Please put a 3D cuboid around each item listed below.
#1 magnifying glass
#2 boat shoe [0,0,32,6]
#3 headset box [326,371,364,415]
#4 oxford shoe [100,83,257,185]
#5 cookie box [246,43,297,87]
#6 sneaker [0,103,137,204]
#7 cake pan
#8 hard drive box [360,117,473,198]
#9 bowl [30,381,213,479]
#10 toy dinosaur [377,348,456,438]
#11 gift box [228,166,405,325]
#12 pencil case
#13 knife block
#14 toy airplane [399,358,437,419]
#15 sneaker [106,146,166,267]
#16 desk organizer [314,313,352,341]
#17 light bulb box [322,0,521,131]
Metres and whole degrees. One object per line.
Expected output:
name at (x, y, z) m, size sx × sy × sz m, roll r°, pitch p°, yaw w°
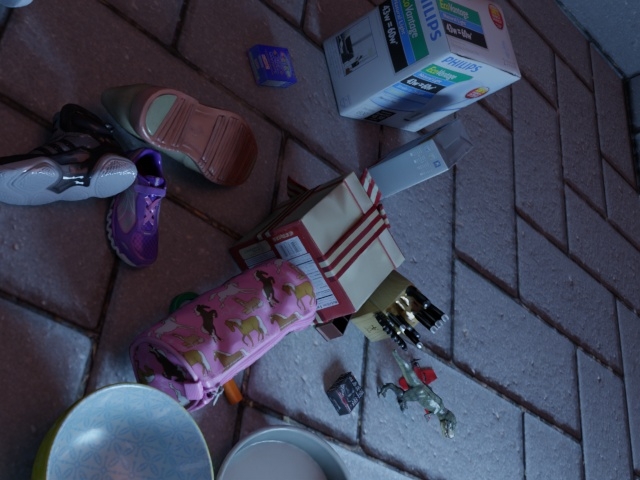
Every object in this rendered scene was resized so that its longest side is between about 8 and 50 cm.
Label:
magnifying glass at (-0.211, 0.203, 1.567) m, size 0.092 × 0.026 × 0.231 m, roll -33°, pitch 95°, yaw -51°
boat shoe at (-0.581, -0.578, 1.461) m, size 0.367 × 0.136 × 0.156 m, roll 54°, pitch 36°, yaw 0°
headset box at (0.052, 0.333, 1.796) m, size 0.062 × 0.032 × 0.083 m, roll 58°, pitch 40°, yaw -9°
oxford shoe at (-0.260, -0.217, 1.630) m, size 0.140 × 0.147 × 0.397 m, roll -65°, pitch 150°, yaw -4°
cookie box at (-0.114, -0.413, 1.972) m, size 0.107 × 0.040 × 0.091 m, roll -7°, pitch 77°, yaw -51°
sneaker at (-0.455, -0.148, 1.409) m, size 0.269 × 0.101 × 0.153 m, roll -6°, pitch 60°, yaw -38°
cake pan at (-0.068, 0.485, 1.509) m, size 0.293 × 0.054 × 0.293 m, roll 14°, pitch 60°, yaw -26°
hard drive box at (0.248, -0.206, 2.134) m, size 0.089 × 0.232 × 0.181 m, roll 60°, pitch 38°, yaw -7°
bowl at (-0.319, 0.370, 1.249) m, size 0.289 × 0.156 × 0.289 m, roll 25°, pitch 53°, yaw -39°
toy dinosaur at (0.207, 0.348, 1.898) m, size 0.268 × 0.118 × 0.064 m, roll 51°, pitch 41°, yaw -18°
gift box at (0.000, 0.000, 1.728) m, size 0.258 × 0.255 × 0.276 m, roll -42°, pitch 111°, yaw -48°
pencil case at (-0.161, 0.162, 1.501) m, size 0.386 × 0.160 × 0.167 m, roll -34°, pitch 96°, yaw -51°
knife block at (0.196, 0.130, 1.895) m, size 0.088 × 0.242 × 0.275 m, roll 47°, pitch 42°, yaw -24°
toy airplane at (0.250, 0.358, 2.015) m, size 0.151 × 0.028 × 0.151 m, roll 23°, pitch 56°, yaw -39°
sneaker at (-0.323, -0.070, 1.509) m, size 0.095 × 0.105 × 0.236 m, roll 13°, pitch 64°, yaw -47°
desk organizer at (0.039, 0.160, 1.853) m, size 0.047 × 0.050 × 0.130 m, roll 49°, pitch 42°, yaw -21°
light bulb box at (0.266, -0.476, 2.187) m, size 0.358 × 0.361 × 0.225 m, roll 2°, pitch 70°, yaw -48°
